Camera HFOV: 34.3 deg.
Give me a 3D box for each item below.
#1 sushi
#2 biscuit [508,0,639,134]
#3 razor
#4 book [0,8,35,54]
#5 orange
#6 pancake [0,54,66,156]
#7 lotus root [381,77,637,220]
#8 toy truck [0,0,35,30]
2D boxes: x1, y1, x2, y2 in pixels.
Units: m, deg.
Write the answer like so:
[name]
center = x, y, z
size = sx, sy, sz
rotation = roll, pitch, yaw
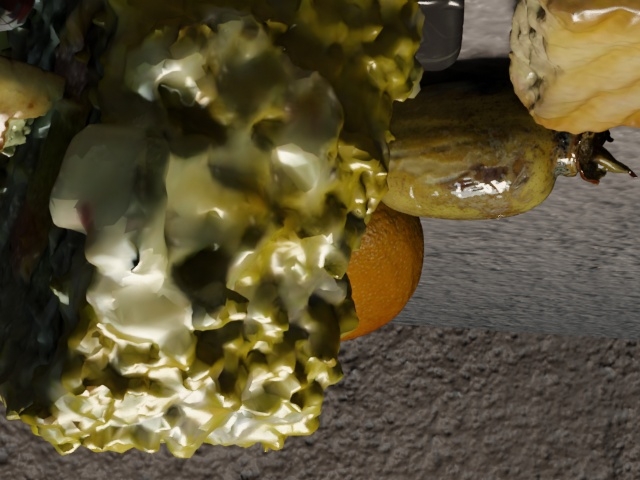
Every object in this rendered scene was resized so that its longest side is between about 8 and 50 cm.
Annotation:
[sushi]
center = -0.104, -0.045, 0.754
size = 0.240, 0.397, 0.351
rotation = 9, -175, -28
[biscuit]
center = 0.258, -0.163, 0.847
size = 0.213, 0.091, 0.274
rotation = 5, 166, 2
[razor]
center = 0.074, -0.188, 0.848
size = 0.090, 0.054, 0.148
rotation = 1, 167, 4
[book]
center = -0.267, -0.056, 0.965
size = 0.035, 0.352, 0.239
rotation = 41, -168, 34
[orange]
center = 0.000, 0.000, 1.293
size = 0.264, 0.264, 0.264
rotation = 2, 168, 0
[pancake]
center = -0.376, -0.118, 0.627
size = 0.426, 0.067, 0.305
rotation = 12, 177, -16
[lotus root]
center = 0.170, -0.094, 1.042
size = 0.278, 0.154, 0.154
rotation = 2, 169, 26
[toy truck]
center = -0.340, -0.206, 0.728
size = 0.270, 0.114, 0.135
rotation = 1, 173, 15
